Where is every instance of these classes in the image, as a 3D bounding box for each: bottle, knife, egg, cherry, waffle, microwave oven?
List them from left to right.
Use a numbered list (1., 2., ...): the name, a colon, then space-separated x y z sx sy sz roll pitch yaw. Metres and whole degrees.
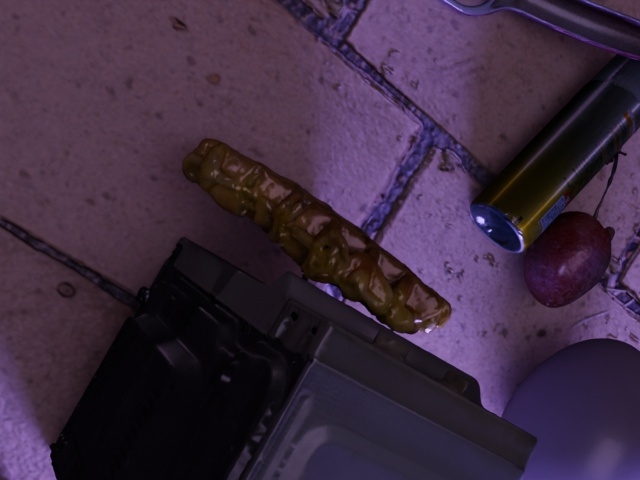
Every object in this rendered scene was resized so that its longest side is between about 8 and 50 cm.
1. microwave oven: -0.063 0.167 0.616 0.218 0.355 0.286 33 85 -25
2. waffle: 0.001 -0.001 0.678 0.249 0.253 0.056 31 98 -40
3. knife: 0.271 -0.268 0.857 0.277 0.053 0.123 22 92 -7
4. bottle: 0.295 -0.110 0.889 0.286 0.082 0.082 -44 112 -12
5. egg: 0.302 0.220 0.889 0.176 0.176 0.232 34 78 -25
6. cherry: 0.312 -0.011 0.914 0.225 0.090 0.107 -52 140 -23
